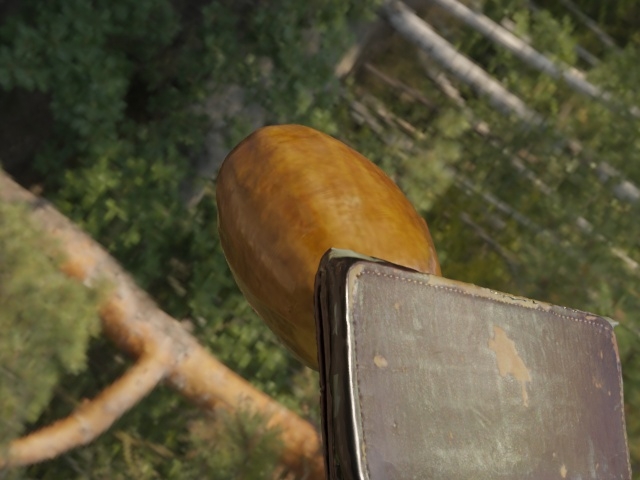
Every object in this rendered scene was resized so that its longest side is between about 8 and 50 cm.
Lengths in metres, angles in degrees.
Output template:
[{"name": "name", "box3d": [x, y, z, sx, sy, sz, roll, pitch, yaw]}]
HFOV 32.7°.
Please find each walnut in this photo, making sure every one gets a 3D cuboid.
[{"name": "walnut", "box3d": [0.000, 0.000, 0.619, 0.116, 0.116, 0.207, -56, -137, 17]}]

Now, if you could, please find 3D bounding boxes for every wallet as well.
[{"name": "wallet", "box3d": [0.083, 0.081, 0.538, 0.031, 0.232, 0.122, -17, -113, 41]}]
